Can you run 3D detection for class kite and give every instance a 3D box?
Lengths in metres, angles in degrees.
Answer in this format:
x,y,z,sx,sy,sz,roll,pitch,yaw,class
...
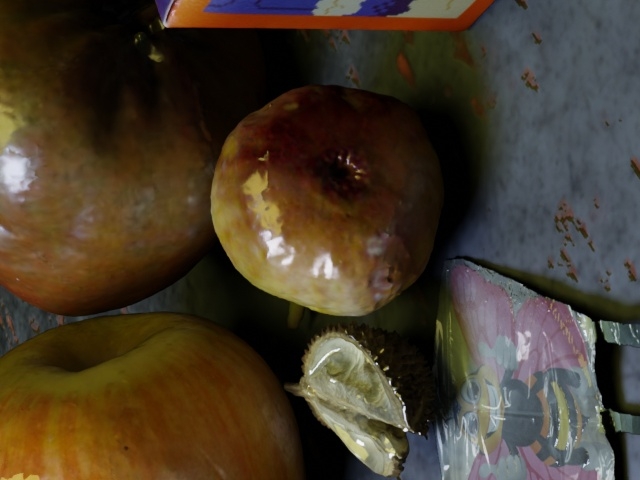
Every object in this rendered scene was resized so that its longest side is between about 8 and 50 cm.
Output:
x,y,z,sx,sy,sz,roll,pitch,yaw,class
0.169,0.109,1.228,0.360,0.022,0.204,-4,90,57,kite

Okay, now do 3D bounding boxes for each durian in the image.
x,y,z,sx,sy,sz,roll,pitch,yaw,class
0.035,0.104,1.382,0.140,0.071,0.110,8,108,49,durian

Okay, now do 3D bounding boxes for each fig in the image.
x,y,z,sx,sy,sz,roll,pitch,yaw,class
0.000,0.000,1.392,0.257,0.159,0.159,108,145,-61,fig

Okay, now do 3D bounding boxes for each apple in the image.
x,y,z,sx,sy,sz,roll,pitch,yaw,class
-0.148,0.185,1.485,0.286,0.286,0.233,13,120,55,apple

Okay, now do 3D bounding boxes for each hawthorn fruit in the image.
x,y,z,sx,sy,sz,roll,pitch,yaw,class
-0.180,-0.070,1.526,0.267,0.268,0.301,64,147,30,hawthorn fruit

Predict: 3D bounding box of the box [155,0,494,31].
x,y,z,sx,sy,sz,roll,pitch,yaw,class
0.016,-0.352,1.209,0.318,0.257,0.348,-44,57,50,box
